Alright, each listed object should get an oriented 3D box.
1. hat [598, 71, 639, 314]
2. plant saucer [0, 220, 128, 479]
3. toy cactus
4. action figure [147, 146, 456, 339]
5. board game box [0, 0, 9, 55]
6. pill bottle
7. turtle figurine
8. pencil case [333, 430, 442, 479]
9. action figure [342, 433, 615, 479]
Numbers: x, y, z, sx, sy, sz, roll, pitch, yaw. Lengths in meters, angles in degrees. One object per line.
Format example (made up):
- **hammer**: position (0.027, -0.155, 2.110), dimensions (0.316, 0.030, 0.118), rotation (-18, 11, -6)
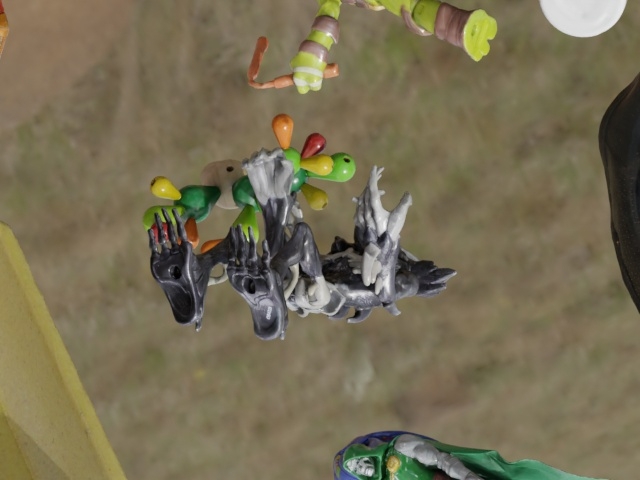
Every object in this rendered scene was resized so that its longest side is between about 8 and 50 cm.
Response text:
- **hat**: position (0.398, -0.038, 1.644), dimensions (0.134, 0.331, 0.331), rotation (-13, 164, -20)
- **plant saucer**: position (-0.315, 0.168, 1.179), dimensions (0.332, 0.333, 0.081), rotation (-17, 151, -22)
- **toy cactus**: position (-0.083, -0.056, 1.699), dimensions (0.219, 0.112, 0.180), rotation (-28, -162, -14)
- **action figure**: position (0.000, 0.000, 1.363), dimensions (0.164, 0.141, 0.275), rotation (5, -173, 33)
- **board game box**: position (-0.535, -0.166, 1.628), dimensions (0.356, 0.356, 0.356), rotation (6, 125, -27)
- **pill bottle**: position (0.211, -0.207, 1.352), dimensions (0.067, 0.067, 0.120), rotation (-29, -165, 28)
- **turtle figurine**: position (0.056, -0.236, 1.486), dimensions (0.217, 0.269, 0.087), rotation (13, 151, 30)
- **pencil case**: position (0.054, 0.340, 1.734), dimensions (0.133, 0.306, 0.119), rotation (14, -161, 20)
- **action figure**: position (0.125, 0.222, 1.461), dimensions (0.063, 0.232, 0.137), rotation (-34, 141, -64)
